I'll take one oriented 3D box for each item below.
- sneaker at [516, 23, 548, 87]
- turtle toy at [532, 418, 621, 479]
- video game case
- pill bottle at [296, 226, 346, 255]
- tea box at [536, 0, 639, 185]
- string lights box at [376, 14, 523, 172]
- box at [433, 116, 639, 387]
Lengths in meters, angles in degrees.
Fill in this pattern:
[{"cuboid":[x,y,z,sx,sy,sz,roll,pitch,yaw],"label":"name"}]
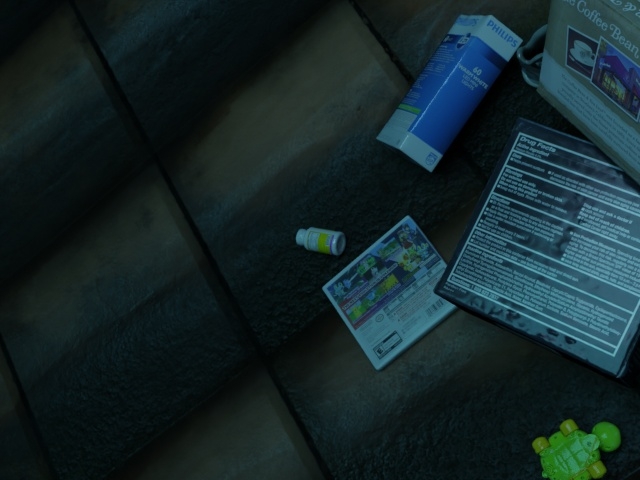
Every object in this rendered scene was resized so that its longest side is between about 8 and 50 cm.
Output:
[{"cuboid":[0.419,-0.301,1.483,0.229,0.132,0.086,-10,73,24],"label":"sneaker"},{"cuboid":[0.381,0.311,1.380,0.130,0.066,0.095,-37,63,13],"label":"turtle toy"},{"cuboid":[0.125,0.088,1.592,0.201,0.023,0.183,-41,63,13],"label":"video game case"},{"cuboid":[0.000,0.000,1.665,0.083,0.043,0.043,11,82,29],"label":"pill bottle"},{"cuboid":[0.524,-0.246,1.263,0.324,0.220,0.329,-21,49,-16],"label":"tea box"},{"cuboid":[0.210,-0.249,1.570,0.259,0.077,0.133,-55,19,4],"label":"string lights box"},{"cuboid":[0.378,0.020,1.390,0.296,0.183,0.294,26,88,27],"label":"box"}]
